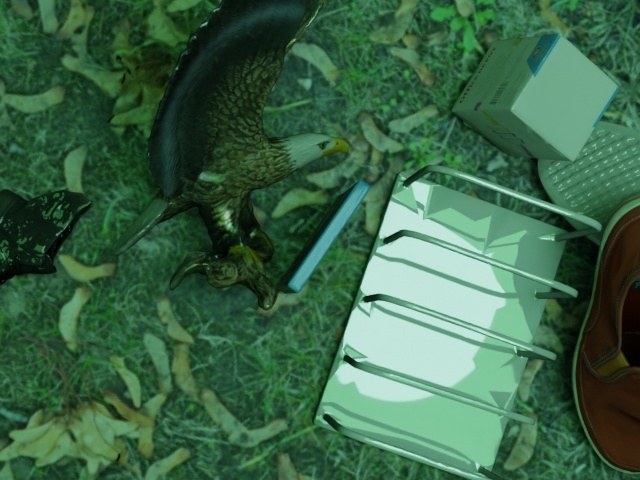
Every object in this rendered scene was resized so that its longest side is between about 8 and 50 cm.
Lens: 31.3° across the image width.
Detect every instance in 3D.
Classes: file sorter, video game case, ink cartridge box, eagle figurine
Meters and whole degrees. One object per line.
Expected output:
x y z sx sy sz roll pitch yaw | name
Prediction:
0.133 0.086 1.117 0.192 0.173 0.278 19 86 -4 | file sorter
0.000 0.000 1.110 0.015 0.166 0.119 34 84 -3 | video game case
0.211 -0.144 1.159 0.090 0.143 0.092 35 84 -20 | ink cartridge box
-0.080 -0.109 1.092 0.225 0.226 0.298 -18 108 -42 | eagle figurine

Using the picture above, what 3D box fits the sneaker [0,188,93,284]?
-0.304 0.016 1.138 0.089 0.051 0.170 27 82 1 | sneaker

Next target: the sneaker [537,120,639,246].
0.373 -0.012 1.179 0.321 0.127 0.126 33 92 22 | sneaker

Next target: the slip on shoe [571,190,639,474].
0.315 0.112 1.106 0.123 0.101 0.331 -5 125 -2 | slip on shoe
